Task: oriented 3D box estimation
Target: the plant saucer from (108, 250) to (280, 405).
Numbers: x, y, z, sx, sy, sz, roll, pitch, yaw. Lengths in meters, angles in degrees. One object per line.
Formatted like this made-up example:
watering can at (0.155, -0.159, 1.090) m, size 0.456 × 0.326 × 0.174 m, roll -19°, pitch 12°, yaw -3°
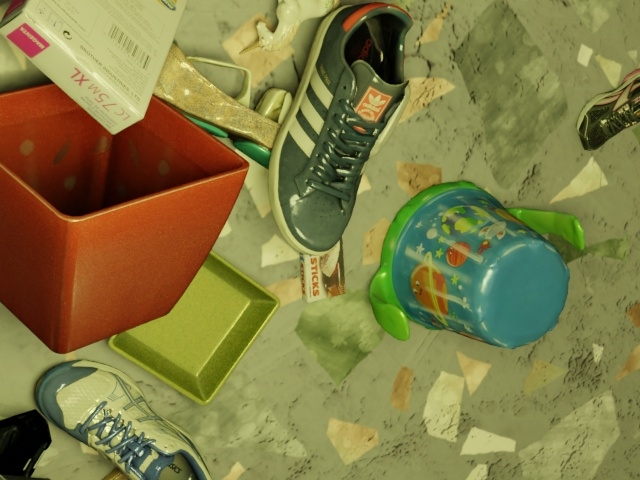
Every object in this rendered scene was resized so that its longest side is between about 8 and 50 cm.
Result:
plant saucer at (-0.180, 0.109, 1.716) m, size 0.188 × 0.045 × 0.188 m, roll 38°, pitch 86°, yaw -31°

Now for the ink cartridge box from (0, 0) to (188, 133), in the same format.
ink cartridge box at (-0.255, -0.296, 1.470) m, size 0.186 × 0.065 × 0.311 m, roll 44°, pitch 42°, yaw -30°

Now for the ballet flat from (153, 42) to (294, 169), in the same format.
ballet flat at (-0.098, -0.171, 1.641) m, size 0.316 × 0.107 × 0.106 m, roll 27°, pitch 85°, yaw -33°

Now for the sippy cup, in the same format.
sippy cup at (0.242, 0.049, 1.814) m, size 0.240 × 0.224 × 0.306 m, roll 35°, pitch 87°, yaw -32°

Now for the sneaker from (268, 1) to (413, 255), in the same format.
sneaker at (0.036, -0.153, 1.587) m, size 0.131 × 0.148 × 0.350 m, roll 18°, pitch 78°, yaw -32°

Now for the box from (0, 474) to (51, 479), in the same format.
box at (-0.394, 0.398, 1.592) m, size 0.108 × 0.207 × 0.153 m, roll 36°, pitch 85°, yaw 12°

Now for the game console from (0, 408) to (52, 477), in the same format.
game console at (-0.480, 0.381, 1.578) m, size 0.044 × 0.213 × 0.361 m, roll 34°, pitch 99°, yaw 12°

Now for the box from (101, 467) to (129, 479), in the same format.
box at (-0.324, 0.447, 1.760) m, size 0.201 × 0.021 × 0.164 m, roll -38°, pitch 119°, yaw -13°

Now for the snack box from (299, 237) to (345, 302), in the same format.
snack box at (0.000, 0.000, 1.789) m, size 0.064 × 0.022 × 0.178 m, roll -12°, pitch 111°, yaw -23°

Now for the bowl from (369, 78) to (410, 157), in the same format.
bowl at (0.060, -0.195, 1.743) m, size 0.142 × 0.053 × 0.142 m, roll 29°, pitch 89°, yaw -32°

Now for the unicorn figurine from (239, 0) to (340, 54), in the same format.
unicorn figurine at (-0.035, -0.319, 1.650) m, size 0.161 × 0.060 × 0.111 m, roll -17°, pitch 112°, yaw -22°

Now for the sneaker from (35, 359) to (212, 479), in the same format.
sneaker at (-0.254, 0.268, 1.679) m, size 0.296 × 0.131 × 0.112 m, roll 38°, pitch 88°, yaw -30°

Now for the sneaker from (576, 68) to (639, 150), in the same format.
sneaker at (0.486, -0.210, 1.946) m, size 0.178 × 0.077 × 0.072 m, roll -44°, pitch 119°, yaw -8°

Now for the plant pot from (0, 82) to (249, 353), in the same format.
plant pot at (-0.284, -0.025, 1.481) m, size 0.267 × 0.267 × 0.236 m, roll -21°, pitch 137°, yaw -42°
